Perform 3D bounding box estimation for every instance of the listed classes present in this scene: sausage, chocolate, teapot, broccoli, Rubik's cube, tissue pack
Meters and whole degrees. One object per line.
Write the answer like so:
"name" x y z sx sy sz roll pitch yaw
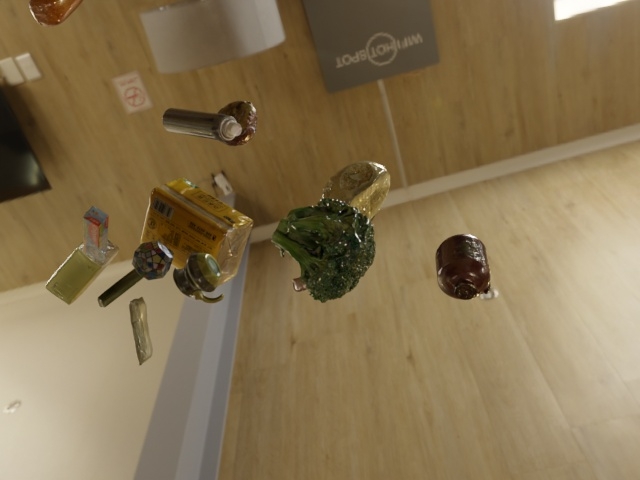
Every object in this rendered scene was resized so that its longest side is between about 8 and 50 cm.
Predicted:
"sausage" -0.690 -0.686 1.573 0.105 0.105 0.274 -1 -127 28
"chocolate" -0.076 0.179 2.407 0.101 0.064 0.031 -15 -177 -33
"teapot" -0.358 0.118 1.735 0.119 0.165 0.130 -29 -169 12
"broccoli" 0.010 0.018 1.431 0.246 0.265 0.294 26 -147 5
"Rubik's cube" -0.463 0.055 1.600 0.093 0.111 0.111 23 -143 0
"tissue pack" -0.874 0.101 2.129 0.234 0.125 0.159 -43 -167 22
"tissue pack" -0.498 -0.031 2.332 0.382 0.293 0.228 31 -153 19

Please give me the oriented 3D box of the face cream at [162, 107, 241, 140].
"face cream" -0.332 -0.326 1.629 0.284 0.073 0.073 15 -137 37

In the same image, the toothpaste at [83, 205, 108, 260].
"toothpaste" -0.588 -0.013 1.539 0.070 0.193 0.044 31 -125 -3

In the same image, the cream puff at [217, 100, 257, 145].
"cream puff" -0.246 -0.344 1.726 0.149 0.084 0.148 -11 -118 20

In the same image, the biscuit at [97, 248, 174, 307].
"biscuit" -0.683 0.131 2.129 0.322 0.038 0.099 -41 -155 -26

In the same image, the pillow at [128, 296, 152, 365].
"pillow" -0.639 0.318 2.064 0.050 0.229 0.148 -12 179 2

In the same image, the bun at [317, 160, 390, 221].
"bun" 0.121 -0.182 2.434 0.202 0.364 0.364 39 -123 23

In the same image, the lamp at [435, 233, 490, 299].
"lamp" 0.463 0.084 1.871 0.180 0.180 0.258 -9 -143 16
